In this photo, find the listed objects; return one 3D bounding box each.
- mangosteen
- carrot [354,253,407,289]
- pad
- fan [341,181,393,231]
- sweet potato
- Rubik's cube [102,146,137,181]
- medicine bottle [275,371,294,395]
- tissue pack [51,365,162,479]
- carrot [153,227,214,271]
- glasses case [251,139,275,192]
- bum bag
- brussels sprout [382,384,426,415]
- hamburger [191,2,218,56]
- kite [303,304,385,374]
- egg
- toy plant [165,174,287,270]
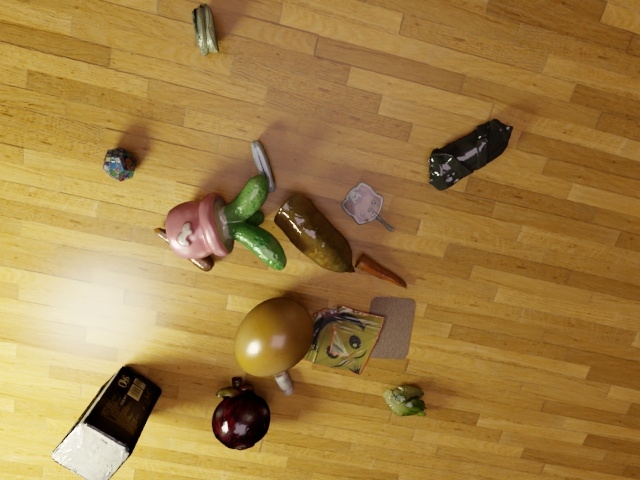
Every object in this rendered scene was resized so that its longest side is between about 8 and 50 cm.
[{"bbox_3d":[-0.308,0.660,1.601,0.228,0.228,0.266,-18,65,3],"label":"mangosteen"},{"bbox_3d":[0.234,0.121,1.533,0.224,0.057,0.057,27,104,-13],"label":"carrot"},{"bbox_3d":[0.269,0.344,1.622,0.175,0.002,0.267,5,106,-3],"label":"pad"},{"bbox_3d":[0.181,-0.103,1.484,0.220,0.009,0.132,41,101,-12],"label":"fan"},{"bbox_3d":[0.000,0.000,1.435,0.369,0.158,0.158,44,100,-12],"label":"sweet potato"},{"bbox_3d":[-0.658,-0.249,1.364,0.111,0.111,0.093,4,131,-3],"label":"Rubik's cube"},{"bbox_3d":[-0.140,0.564,1.645,0.052,0.052,0.089,-23,106,4],"label":"medicine bottle"},{"bbox_3d":[-0.736,0.633,1.484,0.210,0.370,0.198,37,97,-11],"label":"tissue pack"},{"bbox_3d":[-0.481,0.028,1.473,0.247,0.059,0.059,37,102,-8],"label":"carrot"},{"bbox_3d":[-0.190,-0.247,1.395,0.045,0.067,0.179,-16,106,3],"label":"glasses case"},{"bbox_3d":[0.500,-0.297,1.403,0.326,0.080,0.142,-33,109,6],"label":"bum bag"},{"bbox_3d":[0.339,0.652,1.672,0.180,0.101,0.139,17,122,-25],"label":"brussels sprout"},{"bbox_3d":[-0.344,-0.629,1.246,0.062,0.133,0.140,-11,115,-7],"label":"hamburger"},{"bbox_3d":[0.089,0.400,1.625,0.377,0.013,0.328,-24,106,5],"label":"kite"},{"bbox_3d":[-0.169,0.346,1.478,0.250,0.250,0.322,42,112,-13],"label":"egg"},{"bbox_3d":[-0.308,-0.032,1.376,0.355,0.210,0.318,-11,97,1],"label":"toy plant"}]
